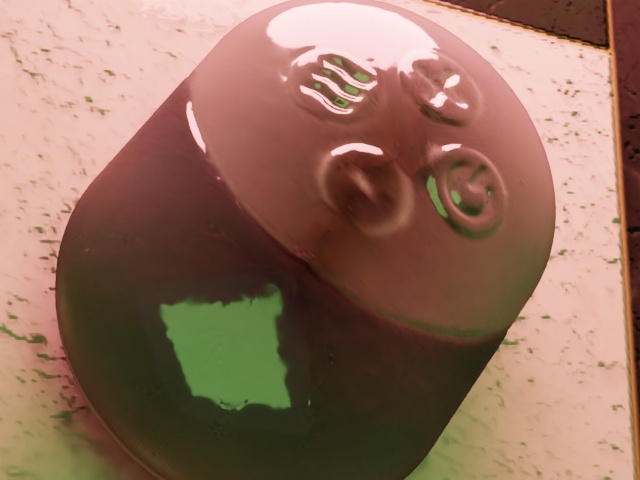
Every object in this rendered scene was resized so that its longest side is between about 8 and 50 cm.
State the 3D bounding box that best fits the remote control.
[{"bbox_3d":[0.000,0.000,0.975,0.221,0.103,0.332,37,56,-1],"label":"remote control"}]
